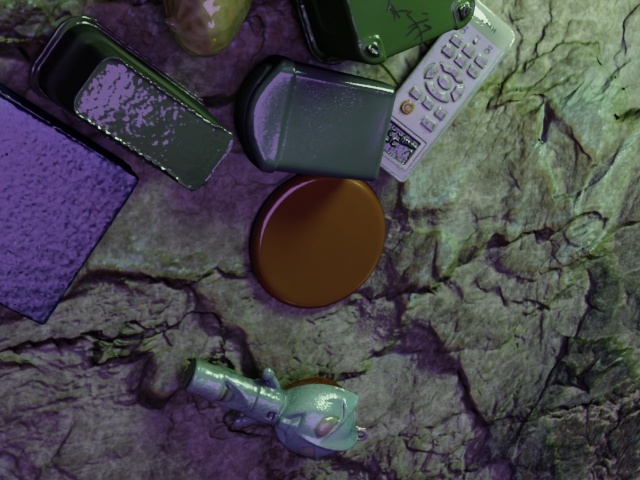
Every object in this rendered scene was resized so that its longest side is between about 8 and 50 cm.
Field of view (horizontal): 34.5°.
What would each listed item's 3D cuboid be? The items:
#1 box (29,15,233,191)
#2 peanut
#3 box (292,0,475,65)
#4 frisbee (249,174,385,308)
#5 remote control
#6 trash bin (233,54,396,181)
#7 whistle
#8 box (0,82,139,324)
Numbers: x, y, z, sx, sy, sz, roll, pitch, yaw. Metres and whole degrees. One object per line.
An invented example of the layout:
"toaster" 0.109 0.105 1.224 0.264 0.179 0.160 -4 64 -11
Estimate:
"box" -0.260 -0.190 1.453 0.274 0.178 0.138 32 93 -31
"peanut" -0.152 -0.372 1.463 0.129 0.129 0.224 22 92 -29
"box" 0.080 -0.430 1.515 0.253 0.178 0.328 -25 117 -12
"frisbee" 0.000 0.000 1.732 0.251 0.021 0.250 -9 113 -23
"remote control" 0.188 -0.251 1.706 0.109 0.055 0.313 36 96 -20
"trash bin" -0.015 -0.187 1.597 0.236 0.101 0.176 7 103 -21
"whistle" -0.068 0.282 1.755 0.346 0.133 0.142 24 139 -19
"box" -0.447 -0.064 1.450 0.279 0.116 0.261 33 94 -31
